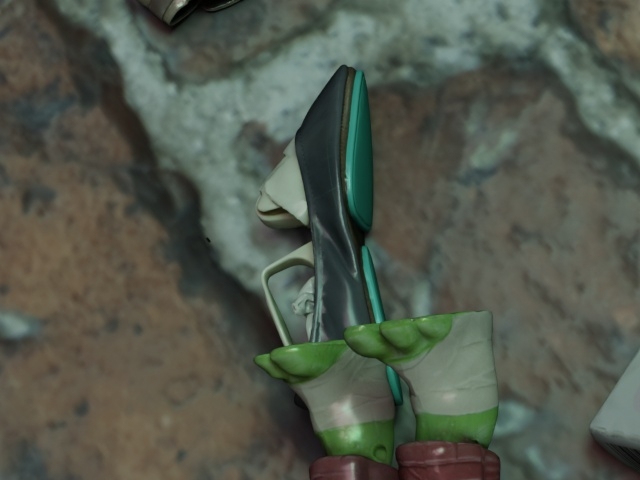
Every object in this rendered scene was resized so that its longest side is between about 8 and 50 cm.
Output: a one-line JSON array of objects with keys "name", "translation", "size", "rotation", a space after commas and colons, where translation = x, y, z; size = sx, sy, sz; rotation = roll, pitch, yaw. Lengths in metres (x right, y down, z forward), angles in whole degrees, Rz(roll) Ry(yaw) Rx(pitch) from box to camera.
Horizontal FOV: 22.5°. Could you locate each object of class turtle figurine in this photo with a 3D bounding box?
[{"name": "turtle figurine", "translation": [0.011, 0.175, 0.720], "size": [0.275, 0.198, 0.266], "rotation": [-9, 82, 0]}]

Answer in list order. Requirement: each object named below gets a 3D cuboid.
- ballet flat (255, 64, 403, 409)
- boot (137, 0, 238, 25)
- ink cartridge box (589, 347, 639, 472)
[{"name": "ballet flat", "translation": [0.000, 0.000, 0.872], "size": [0.074, 0.074, 0.203], "rotation": [-7, 71, 5]}, {"name": "boot", "translation": [-0.067, -0.183, 0.968], "size": [0.118, 0.042, 0.087], "rotation": [-31, 75, -3]}, {"name": "ink cartridge box", "translation": [0.250, 0.020, 0.770], "size": [0.066, 0.189, 0.232], "rotation": [34, 78, -17]}]
